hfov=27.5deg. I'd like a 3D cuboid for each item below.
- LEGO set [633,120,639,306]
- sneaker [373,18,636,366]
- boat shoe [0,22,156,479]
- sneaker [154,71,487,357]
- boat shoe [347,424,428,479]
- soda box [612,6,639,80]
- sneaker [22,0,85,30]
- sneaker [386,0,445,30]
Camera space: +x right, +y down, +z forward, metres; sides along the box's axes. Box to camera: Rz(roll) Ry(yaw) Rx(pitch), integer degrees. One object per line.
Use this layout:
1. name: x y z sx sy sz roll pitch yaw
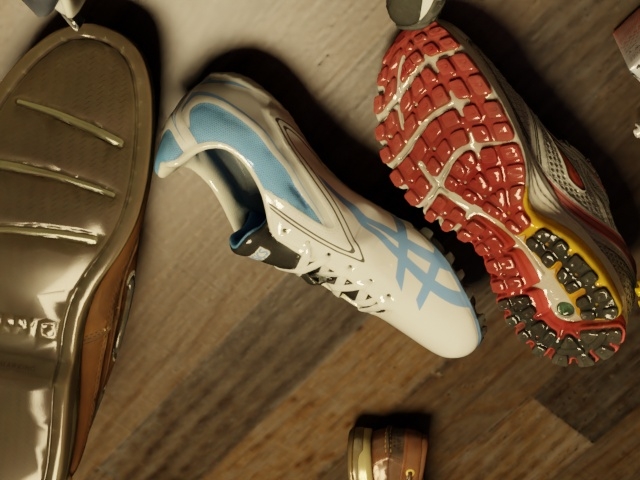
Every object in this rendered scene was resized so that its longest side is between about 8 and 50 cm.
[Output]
1. LEGO set: 0.235 0.030 0.798 0.093 0.087 0.227 -22 115 -1
2. sneaker: 0.113 -0.034 0.786 0.088 0.093 0.225 -26 101 37
3. boat shoe: -0.169 0.016 0.808 0.111 0.104 0.307 18 99 3
4. sneaker: 0.000 0.000 0.791 0.237 0.085 0.086 41 69 -12
5. boat shoe: 0.061 0.209 0.924 0.060 0.064 0.178 -7 116 8
6. soda box: 0.250 -0.149 0.721 0.058 0.063 0.183 38 114 -17
7. sneaker: -0.182 -0.180 0.702 0.235 0.094 0.153 -3 126 11
8. sneaker: 0.026 -0.241 0.670 0.108 0.100 0.271 -4 113 15
